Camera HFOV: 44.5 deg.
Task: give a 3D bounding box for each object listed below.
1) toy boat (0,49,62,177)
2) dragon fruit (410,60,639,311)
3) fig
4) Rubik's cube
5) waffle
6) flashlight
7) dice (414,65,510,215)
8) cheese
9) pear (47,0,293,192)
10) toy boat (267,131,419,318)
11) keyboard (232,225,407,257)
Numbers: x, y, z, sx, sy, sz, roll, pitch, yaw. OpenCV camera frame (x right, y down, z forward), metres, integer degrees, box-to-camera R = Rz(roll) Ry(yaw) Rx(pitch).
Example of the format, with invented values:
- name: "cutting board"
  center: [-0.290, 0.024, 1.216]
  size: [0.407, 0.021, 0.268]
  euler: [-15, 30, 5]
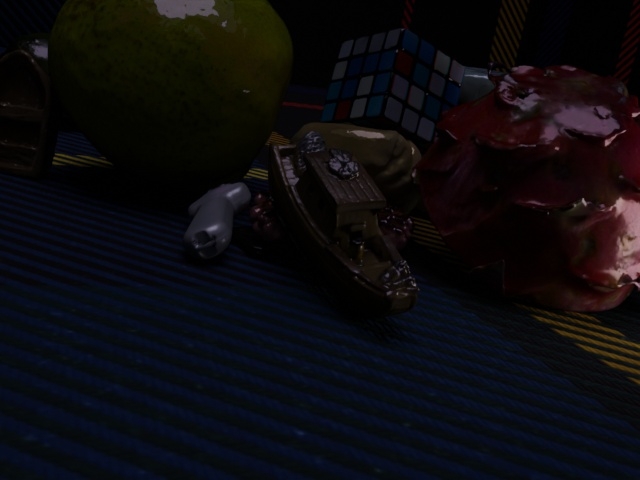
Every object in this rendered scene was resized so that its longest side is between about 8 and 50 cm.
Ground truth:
- name: "toy boat"
  center: [-0.463, -0.198, 1.211]
  size: [0.116, 0.188, 0.061]
  euler: [11, 8, 5]
- name: "dragon fruit"
  center: [0.330, -0.096, 1.080]
  size: [0.370, 0.249, 0.386]
  euler: [29, 41, 8]
- name: "fig"
  center: [-0.545, -0.310, 1.602]
  size: [0.245, 0.195, 0.195]
  euler: [49, 25, 7]
- name: "Rubik's cube"
  center: [0.116, -0.231, 1.261]
  size: [0.155, 0.151, 0.154]
  euler: [22, -11, -38]
- name: "waffle"
  center: [0.017, -0.028, 1.092]
  size: [0.234, 0.056, 0.221]
  euler: [3, 19, -6]
- name: "flashlight"
  center: [-0.139, -0.025, 1.036]
  size: [0.093, 0.048, 0.200]
  euler: [-24, 20, 8]
- name: "dice"
  center: [0.299, -0.175, 1.439]
  size: [0.262, 0.268, 0.264]
  euler: [13, 17, 16]
- name: "cheese"
  center: [0.054, -0.114, 1.241]
  size: [0.225, 0.117, 0.214]
  euler: [14, -11, 4]
- name: "pear"
  center: [-0.235, -0.263, 1.234]
  size: [0.390, 0.391, 0.391]
  euler: [9, 16, -3]
- name: "toy boat"
  center: [0.023, -0.031, 0.923]
  size: [0.089, 0.122, 0.321]
  euler: [-5, 40, -26]
- name: "keyboard"
  center: [0.000, 0.001, 1.110]
  size: [0.262, 0.016, 0.106]
  euler: [-1, 19, -33]
